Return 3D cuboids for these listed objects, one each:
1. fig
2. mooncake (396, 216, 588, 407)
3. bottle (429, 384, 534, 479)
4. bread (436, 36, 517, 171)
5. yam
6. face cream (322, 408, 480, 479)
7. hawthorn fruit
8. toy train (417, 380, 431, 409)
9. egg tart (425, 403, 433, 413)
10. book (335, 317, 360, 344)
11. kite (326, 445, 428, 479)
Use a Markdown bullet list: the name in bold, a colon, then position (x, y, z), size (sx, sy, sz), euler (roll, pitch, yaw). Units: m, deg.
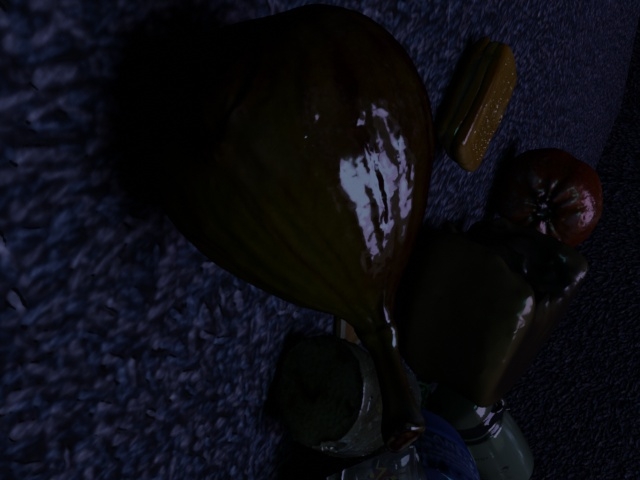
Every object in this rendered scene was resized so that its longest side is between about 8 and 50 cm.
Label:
- **fig**: position (0.000, 0.000, 0.546), size (0.217, 0.217, 0.320), euler (-10, 81, -64)
- **mooncake**: position (0.306, 0.092, 1.341), size (0.393, 0.246, 0.394), euler (-55, 153, -20)
- **bottle**: position (0.361, 0.427, 1.666), size (0.168, 0.169, 0.347), euler (-56, 134, -30)
- **bread**: position (0.249, -0.216, 1.185), size (0.200, 0.077, 0.116), euler (-65, 158, -8)
- **yam**: position (0.038, 0.214, 0.980), size (0.153, 0.154, 0.254), euler (-67, 154, -7)
- **face cream**: position (0.126, 0.403, 1.106), size (0.225, 0.249, 0.248), euler (-95, -160, -78)
- **hawthorn fruit**: position (0.524, -0.100, 1.708), size (0.272, 0.242, 0.241), euler (-44, 147, -66)
- **toy train**: position (0.225, 0.341, 1.635), size (0.053, 0.033, 0.083), euler (-54, 152, -44)
- **egg tart**: position (0.290, 0.516, 1.826), size (0.291, 0.107, 0.290), euler (-46, 146, -43)
- **book**: position (0.069, 0.044, 1.071), size (0.170, 0.018, 0.241), euler (-42, 144, -46)
- **kite**: position (0.026, 0.347, 0.965), size (0.015, 0.245, 0.141), euler (-117, -162, -79)
